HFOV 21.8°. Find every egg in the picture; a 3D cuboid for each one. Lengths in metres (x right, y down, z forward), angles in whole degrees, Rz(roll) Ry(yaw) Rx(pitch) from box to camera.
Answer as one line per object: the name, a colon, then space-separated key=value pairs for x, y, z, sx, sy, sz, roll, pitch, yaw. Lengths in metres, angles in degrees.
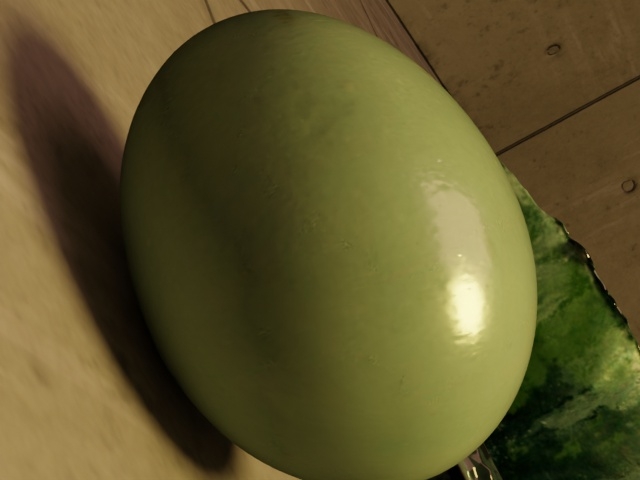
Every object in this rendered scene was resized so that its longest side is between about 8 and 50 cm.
egg: x=0.000 y=0.000 z=0.720 sx=0.231 sy=0.168 sz=0.168 roll=63 pitch=9 yaw=27

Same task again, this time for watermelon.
watermelon: x=0.117 y=0.102 z=1.183 sx=0.264 sy=0.151 sz=0.302 roll=59 pitch=-8 yaw=4

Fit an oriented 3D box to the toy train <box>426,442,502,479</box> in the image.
toy train: x=0.066 y=0.160 z=0.855 sx=0.409 sy=0.086 sz=0.089 roll=63 pitch=8 yaw=8
